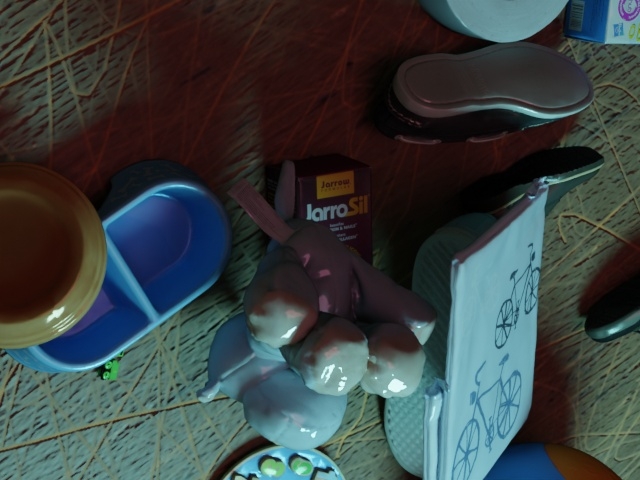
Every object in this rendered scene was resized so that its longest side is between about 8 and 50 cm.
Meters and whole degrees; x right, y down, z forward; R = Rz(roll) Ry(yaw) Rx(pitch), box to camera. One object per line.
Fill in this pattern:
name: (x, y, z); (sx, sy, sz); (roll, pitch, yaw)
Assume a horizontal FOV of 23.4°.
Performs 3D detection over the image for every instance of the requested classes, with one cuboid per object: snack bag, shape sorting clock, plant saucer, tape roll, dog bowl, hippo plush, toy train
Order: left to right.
plant saucer: (-0.324, 0.013, 1.611); (0.200, 0.037, 0.200); (1, 79, -3)
toy train: (-0.236, 0.122, 1.772); (0.024, 0.017, 0.083); (8, 99, -43)
dog bowl: (-0.224, 0.032, 1.707); (0.297, 0.074, 0.166); (-36, 111, -18)
hippo plush: (-0.048, 0.113, 1.687); (0.236, 0.294, 0.234); (-52, 168, 30)
shape sorting clock: (-0.053, 0.354, 1.934); (0.206, 0.040, 0.206); (-9, 108, -29)
snack bag: (0.193, 0.124, 1.800); (0.323, 0.037, 0.342); (-36, 132, -57)
tape roll: (0.214, -0.353, 1.873); (0.219, 0.072, 0.219); (-10, 109, -29)

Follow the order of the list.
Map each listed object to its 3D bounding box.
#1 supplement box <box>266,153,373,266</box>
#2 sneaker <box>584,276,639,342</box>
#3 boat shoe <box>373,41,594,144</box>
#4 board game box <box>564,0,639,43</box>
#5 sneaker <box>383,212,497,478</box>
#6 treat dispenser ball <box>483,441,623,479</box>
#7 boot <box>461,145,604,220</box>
supplement box: (0.000, 0.000, 1.840); (0.104, 0.081, 0.188); (-11, 109, -28)
sneaker: (0.472, 0.110, 2.151); (0.227, 0.087, 0.130); (-29, 110, -27)
boat shoe: (0.201, -0.177, 1.908); (0.302, 0.091, 0.114); (-1, 60, -30)
board game box: (0.475, -0.409, 2.004); (0.302, 0.086, 0.308); (-4, 106, -30)
sneaker: (0.182, 0.133, 1.964); (0.150, 0.135, 0.366); (-34, 141, -53)
treat dispenser ball: (0.284, 0.406, 2.002); (0.288, 0.288, 0.288); (-9, 108, -29)
boot: (0.282, -0.034, 2.013); (0.198, 0.077, 0.137); (-20, 118, -11)
